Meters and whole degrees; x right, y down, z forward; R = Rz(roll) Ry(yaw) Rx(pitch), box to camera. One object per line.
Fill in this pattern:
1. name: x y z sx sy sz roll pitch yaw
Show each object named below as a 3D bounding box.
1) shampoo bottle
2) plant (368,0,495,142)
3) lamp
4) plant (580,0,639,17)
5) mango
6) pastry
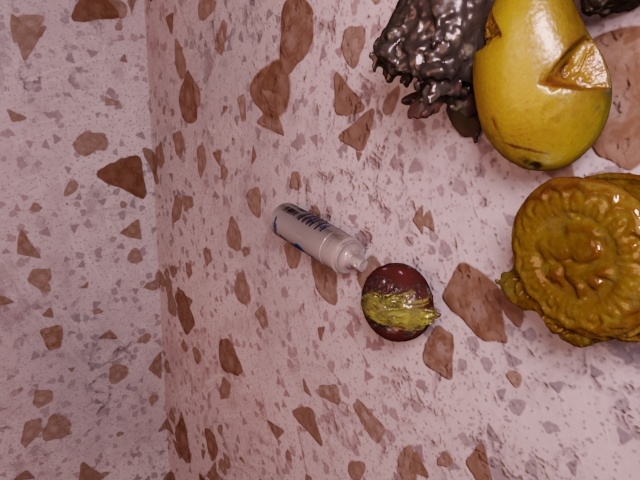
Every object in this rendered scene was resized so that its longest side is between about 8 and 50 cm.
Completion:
1. shampoo bottle: 0.000 0.000 1.228 0.303 0.092 0.092 31 121 45
2. plant: 0.189 -0.296 0.847 0.178 0.204 0.234 41 121 44
3. lamp: 0.139 0.122 1.033 0.156 0.135 0.157 62 141 24
4. plant: 0.364 -0.385 0.644 0.129 0.132 0.194 -4 99 49
5. mango: 0.298 -0.225 0.731 0.167 0.130 0.262 -13 105 40
6. pastry: 0.383 0.026 0.718 0.240 0.132 0.235 47 140 45
